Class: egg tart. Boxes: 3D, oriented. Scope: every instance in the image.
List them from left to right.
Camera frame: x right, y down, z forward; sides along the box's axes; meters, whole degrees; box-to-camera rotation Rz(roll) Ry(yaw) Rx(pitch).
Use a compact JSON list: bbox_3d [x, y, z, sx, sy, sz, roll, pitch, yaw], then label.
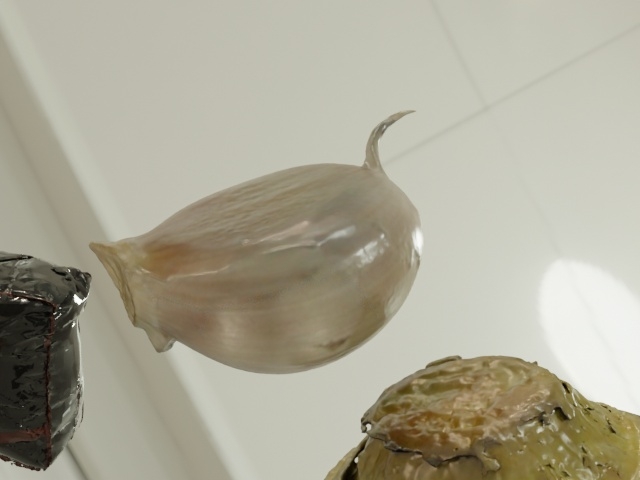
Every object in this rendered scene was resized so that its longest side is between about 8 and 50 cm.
[{"bbox_3d":[0.105,0.144,1.170,0.241,0.241,0.106,9,-60,52],"label":"egg tart"}]

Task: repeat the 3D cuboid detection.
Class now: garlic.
[{"bbox_3d":[0.005,0.001,1.186,0.148,0.267,0.128,61,-34,9],"label":"garlic"}]

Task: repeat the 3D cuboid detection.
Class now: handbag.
[{"bbox_3d":[-0.300,0.091,1.478,0.215,0.155,0.169,12,-71,9],"label":"handbag"}]
